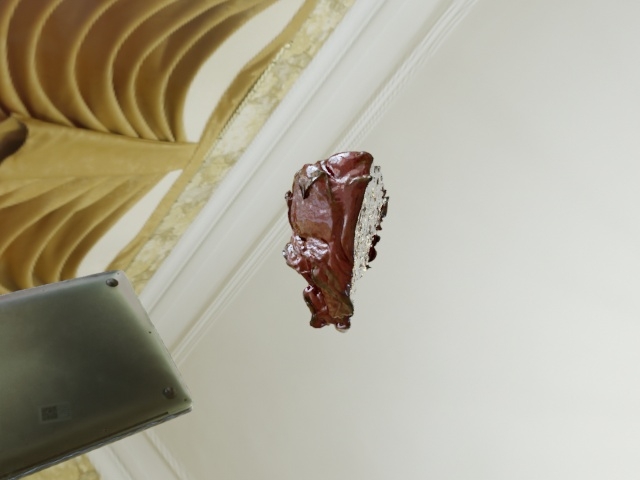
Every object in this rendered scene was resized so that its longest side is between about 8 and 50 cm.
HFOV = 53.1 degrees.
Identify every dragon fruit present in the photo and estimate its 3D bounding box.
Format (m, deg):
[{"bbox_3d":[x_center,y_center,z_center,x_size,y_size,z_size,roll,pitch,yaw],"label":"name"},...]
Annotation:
[{"bbox_3d":[-0.010,-0.002,1.263,0.227,0.286,0.329,13,-102,12],"label":"dragon fruit"}]

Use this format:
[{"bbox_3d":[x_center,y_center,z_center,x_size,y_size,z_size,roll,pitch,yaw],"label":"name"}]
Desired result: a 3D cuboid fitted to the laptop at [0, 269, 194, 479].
[{"bbox_3d":[-0.272,0.121,0.586,0.188,0.269,0.015,53,-43,27],"label":"laptop"}]
